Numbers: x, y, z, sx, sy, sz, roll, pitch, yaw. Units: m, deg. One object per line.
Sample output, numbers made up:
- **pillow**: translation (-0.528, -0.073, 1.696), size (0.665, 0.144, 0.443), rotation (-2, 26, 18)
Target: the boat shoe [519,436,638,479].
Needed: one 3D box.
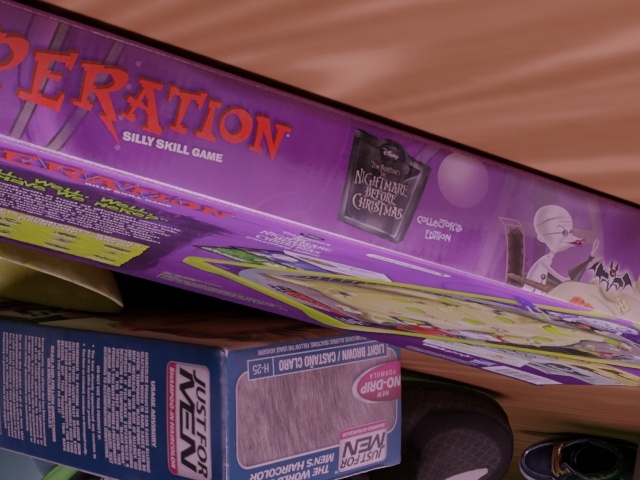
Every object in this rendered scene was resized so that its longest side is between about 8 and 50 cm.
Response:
- **boat shoe**: translation (0.304, 0.264, 1.309), size (0.183, 0.065, 0.083), rotation (-9, 155, 44)

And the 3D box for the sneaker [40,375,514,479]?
- **sneaker**: translation (-0.001, 0.237, 0.901), size (0.482, 0.185, 0.202), rotation (-10, -167, -37)

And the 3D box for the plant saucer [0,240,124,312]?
- **plant saucer**: translation (-0.243, 0.000, 0.714), size (0.240, 0.037, 0.241), rotation (13, 168, 3)

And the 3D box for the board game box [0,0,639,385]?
- **board game box**: translation (0.000, 0.000, 0.438), size (0.346, 0.056, 0.208), rotation (17, 172, -18)

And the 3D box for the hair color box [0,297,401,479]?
- **hair color box**: translation (-0.125, 0.105, 0.810), size (0.347, 0.105, 0.173), rotation (2, -176, 42)

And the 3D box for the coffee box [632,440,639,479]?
- **coffee box**: translation (0.479, 0.324, 1.133), size (0.297, 0.168, 0.119), rotation (16, 168, -12)

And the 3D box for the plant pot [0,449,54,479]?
- **plant pot**: translation (-0.241, 0.212, 1.144), size (0.293, 0.293, 0.235), rotation (16, 154, -17)
